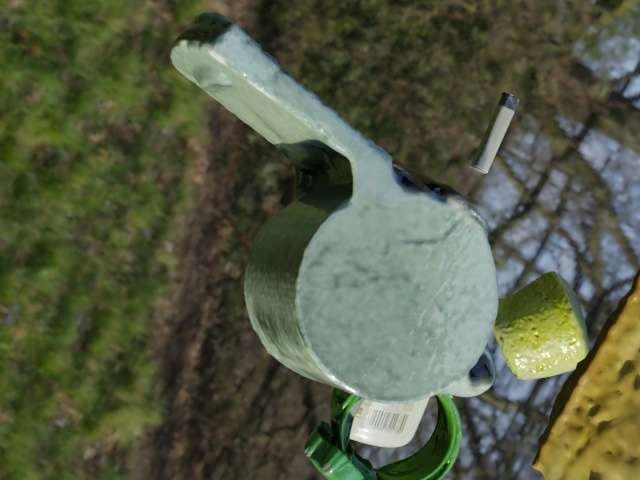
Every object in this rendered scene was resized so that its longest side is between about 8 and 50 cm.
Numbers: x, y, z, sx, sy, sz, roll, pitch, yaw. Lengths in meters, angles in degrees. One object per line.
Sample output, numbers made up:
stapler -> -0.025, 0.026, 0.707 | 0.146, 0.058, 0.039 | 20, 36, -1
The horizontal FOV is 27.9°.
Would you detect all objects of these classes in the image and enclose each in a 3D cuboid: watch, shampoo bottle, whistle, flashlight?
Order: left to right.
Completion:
whistle -> 0.019, -0.025, 1.139 | 0.188, 0.404, 0.168 | -22, -172, -17
watch -> 0.076, 0.205, 1.316 | 0.152, 0.165, 0.131 | -44, -170, 0
shampoo bottle -> 0.092, 0.145, 1.542 | 0.051, 0.108, 0.221 | -97, -156, -65
flashlight -> 0.177, -0.109, 1.303 | 0.083, 0.018, 0.018 | -66, -168, -5

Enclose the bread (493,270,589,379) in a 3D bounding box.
bread -> 0.278, 0.115, 1.611 | 0.111, 0.114, 0.129 | -101, 168, -54

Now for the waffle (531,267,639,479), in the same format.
waffle -> 0.290, 0.027, 0.627 | 0.077, 0.348, 0.304 | 47, -63, 51
